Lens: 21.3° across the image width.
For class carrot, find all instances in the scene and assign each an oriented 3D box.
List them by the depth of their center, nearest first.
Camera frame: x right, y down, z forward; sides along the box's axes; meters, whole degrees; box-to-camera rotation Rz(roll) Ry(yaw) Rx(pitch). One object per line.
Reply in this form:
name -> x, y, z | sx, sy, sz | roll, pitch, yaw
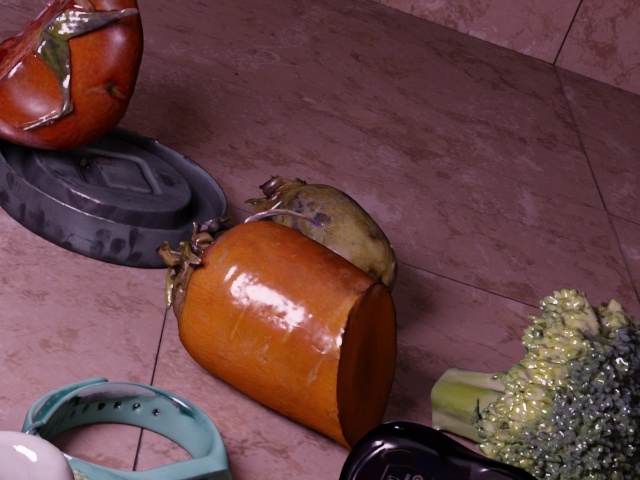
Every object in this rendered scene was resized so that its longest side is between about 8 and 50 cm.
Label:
carrot -> -0.055, 0.077, 1.946 | 0.331, 0.214, 0.193 | 26, 22, 19

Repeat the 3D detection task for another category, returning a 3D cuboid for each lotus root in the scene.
lotus root -> 0.002, -0.001, 2.240 | 0.154, 0.154, 0.278 | 4, 28, -35

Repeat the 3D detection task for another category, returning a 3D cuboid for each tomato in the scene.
tomato -> -0.324, -0.215, 2.213 | 0.170, 0.309, 0.309 | 48, 18, -15

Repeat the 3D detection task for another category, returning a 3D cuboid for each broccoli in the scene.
broccoli -> 0.300, 0.176, 1.978 | 0.302, 0.249, 0.375 | 34, 31, 20

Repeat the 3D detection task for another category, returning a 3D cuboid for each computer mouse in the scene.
computer mouse -> 0.133, 0.271, 1.766 | 0.233, 0.137, 0.096 | 27, 5, 0

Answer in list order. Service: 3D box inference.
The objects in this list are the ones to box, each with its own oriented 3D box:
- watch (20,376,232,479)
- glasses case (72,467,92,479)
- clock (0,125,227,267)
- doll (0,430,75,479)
watch -> -0.198, 0.209, 1.702 | 0.195, 0.068, 0.237 | 34, 25, 30
glasses case -> -0.267, 0.287, 1.478 | 0.095, 0.062, 0.272 | 34, 26, 18
clock -> -0.281, -0.068, 2.250 | 0.319, 0.066, 0.319 | 17, 23, -8
doll -> -0.438, 0.145, 1.481 | 0.376, 0.187, 0.365 | 11, 25, -30
